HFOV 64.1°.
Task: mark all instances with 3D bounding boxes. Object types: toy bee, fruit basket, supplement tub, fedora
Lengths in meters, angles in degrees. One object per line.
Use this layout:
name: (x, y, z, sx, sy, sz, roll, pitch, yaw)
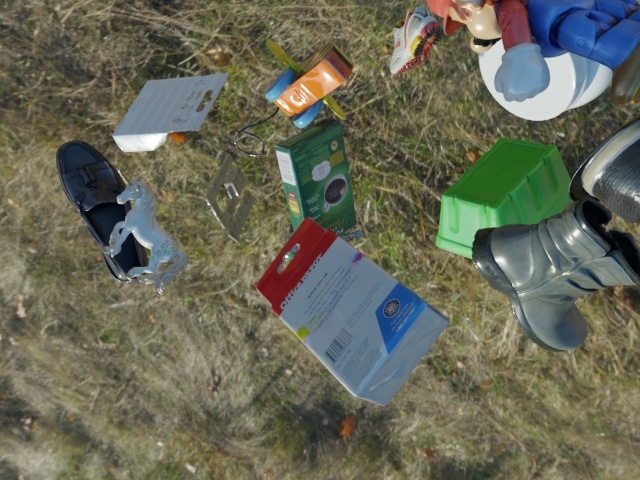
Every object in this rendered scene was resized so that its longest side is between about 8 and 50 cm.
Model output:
toy bee: (-0.050, -0.304, 0.990, 0.298, 0.162, 0.195, -6, 136, 31)
fruit basket: (0.508, -0.055, 1.440, 0.283, 0.392, 0.392, 23, 136, 45)
supplement tub: (0.479, -0.392, 0.946, 0.235, 0.325, 0.235, 46, 162, 19)
fedora: (0.736, -0.148, 1.148, 0.334, 0.152, 0.334, -15, 149, -10)

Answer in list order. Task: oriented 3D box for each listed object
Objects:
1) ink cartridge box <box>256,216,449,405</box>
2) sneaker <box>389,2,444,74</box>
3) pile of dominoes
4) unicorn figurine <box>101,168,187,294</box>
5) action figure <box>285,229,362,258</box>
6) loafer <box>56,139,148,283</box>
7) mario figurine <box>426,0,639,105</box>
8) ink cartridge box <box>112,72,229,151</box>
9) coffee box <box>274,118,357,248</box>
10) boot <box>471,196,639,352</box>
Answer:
ink cartridge box: (0.030, 0.081, 0.660, 0.134, 0.231, 0.078, -53, 138, 3)
sneaker: (0.211, -0.462, 1.185, 0.088, 0.225, 0.093, -27, 86, -14)
pile of dominoes: (-0.276, -0.122, 1.537, 0.040, 0.251, 0.196, -10, 128, 18)
unicorn figurine: (-0.249, -0.011, 0.714, 0.111, 0.060, 0.162, -41, 110, 8)
action figure: (0.000, 0.000, 1.056, 0.063, 0.232, 0.137, -43, 80, 37)
loafer: (-0.412, -0.055, 0.994, 0.095, 0.109, 0.302, 6, 120, 62)
mario figurine: (0.269, -0.263, 0.645, 0.320, 0.198, 0.170, 40, 118, 31)
ink cartridge box: (-0.322, -0.284, 1.133, 0.232, 0.189, 0.066, 4, 146, 19)
coffee box: (-0.003, -0.082, 0.800, 0.040, 0.113, 0.184, 21, 135, 41)
boot: (0.312, 0.057, 0.623, 0.246, 0.083, 0.161, 43, 146, -24)
